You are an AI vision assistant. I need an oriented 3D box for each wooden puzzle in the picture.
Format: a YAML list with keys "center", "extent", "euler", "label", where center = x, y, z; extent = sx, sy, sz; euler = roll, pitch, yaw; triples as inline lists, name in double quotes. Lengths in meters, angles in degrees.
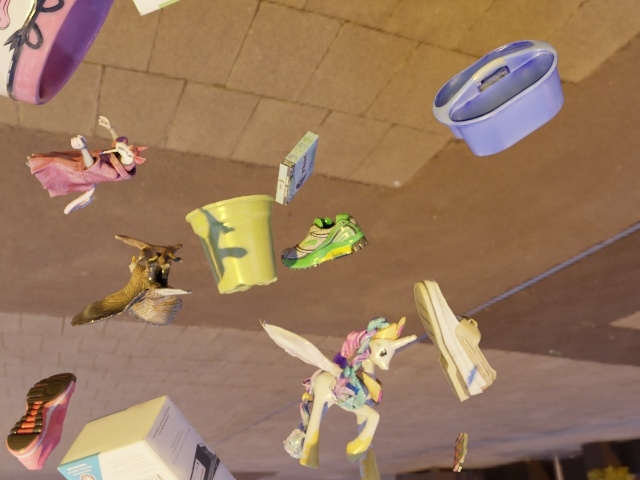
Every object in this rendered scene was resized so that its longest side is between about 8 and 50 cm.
- center: [0.248, 0.374, 1.211]
  extent: [0.006, 0.083, 0.049]
  euler: [18, 131, 1]
  label: "wooden puzzle"

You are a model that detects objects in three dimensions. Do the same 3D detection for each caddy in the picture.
- center: [0.459, -0.385, 1.779]
  extent: [0.341, 0.241, 0.179]
  euler: [-34, 128, 3]
  label: "caddy"

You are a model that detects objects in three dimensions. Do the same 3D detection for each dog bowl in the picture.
- center: [-0.504, -0.433, 1.263]
  extent: [0.150, 0.408, 0.408]
  euler: [30, 147, -14]
  label: "dog bowl"

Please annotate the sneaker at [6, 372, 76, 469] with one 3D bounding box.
- center: [-0.789, 0.517, 1.968]
  extent: [0.116, 0.314, 0.136]
  euler: [-3, 124, 11]
  label: "sneaker"

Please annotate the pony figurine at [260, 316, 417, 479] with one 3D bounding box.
- center: [0.034, 0.331, 1.564]
  extent: [0.351, 0.363, 0.303]
  euler: [6, 166, 38]
  label: "pony figurine"

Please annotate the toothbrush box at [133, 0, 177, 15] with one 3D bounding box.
- center: [-0.208, -0.520, 1.179]
  extent: [0.206, 0.283, 0.122]
  euler: [-14, 125, 19]
  label: "toothbrush box"

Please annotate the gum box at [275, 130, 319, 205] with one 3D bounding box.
- center: [-0.072, -0.222, 2.103]
  extent: [0.041, 0.184, 0.157]
  euler: [25, 139, 11]
  label: "gum box"

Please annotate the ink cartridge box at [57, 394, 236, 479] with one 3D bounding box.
- center: [-0.408, 0.615, 1.728]
  extent: [0.285, 0.166, 0.395]
  euler: [-22, 113, 23]
  label: "ink cartridge box"

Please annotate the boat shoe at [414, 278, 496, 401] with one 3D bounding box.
- center: [0.299, 0.208, 1.527]
  extent: [0.103, 0.302, 0.113]
  euler: [-25, -162, -2]
  label: "boat shoe"

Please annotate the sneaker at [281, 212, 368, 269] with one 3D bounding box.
- center: [0.000, 0.000, 2.258]
  extent: [0.343, 0.146, 0.134]
  euler: [-21, -178, 37]
  label: "sneaker"

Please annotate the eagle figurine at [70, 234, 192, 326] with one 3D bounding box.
- center: [-0.456, 0.130, 1.721]
  extent: [0.226, 0.225, 0.298]
  euler: [30, 108, -10]
  label: "eagle figurine"

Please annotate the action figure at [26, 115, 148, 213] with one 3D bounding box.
- center: [-0.660, -0.202, 1.998]
  extent: [0.370, 0.248, 0.276]
  euler: [-3, 114, 21]
  label: "action figure"

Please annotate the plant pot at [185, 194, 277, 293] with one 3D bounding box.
- center: [-0.245, 0.022, 2.081]
  extent: [0.276, 0.254, 0.276]
  euler: [-15, 174, -2]
  label: "plant pot"
